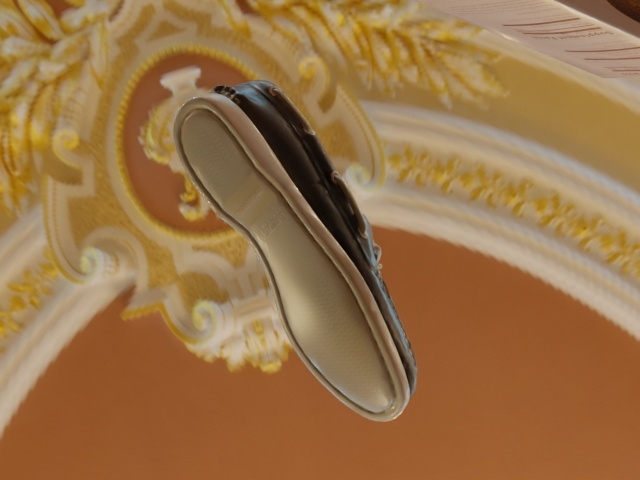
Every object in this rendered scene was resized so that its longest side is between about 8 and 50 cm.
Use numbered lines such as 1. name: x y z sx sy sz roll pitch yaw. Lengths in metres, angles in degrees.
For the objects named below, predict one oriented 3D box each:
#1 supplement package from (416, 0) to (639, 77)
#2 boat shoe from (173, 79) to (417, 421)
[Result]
1. supplement package: 0.179 -0.215 0.904 0.244 0.134 0.139 15 -91 -30
2. boat shoe: 0.000 0.000 1.019 0.091 0.114 0.302 -29 -91 -43
